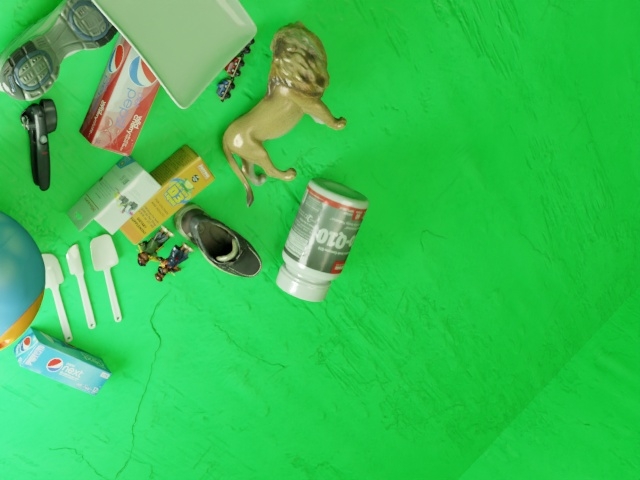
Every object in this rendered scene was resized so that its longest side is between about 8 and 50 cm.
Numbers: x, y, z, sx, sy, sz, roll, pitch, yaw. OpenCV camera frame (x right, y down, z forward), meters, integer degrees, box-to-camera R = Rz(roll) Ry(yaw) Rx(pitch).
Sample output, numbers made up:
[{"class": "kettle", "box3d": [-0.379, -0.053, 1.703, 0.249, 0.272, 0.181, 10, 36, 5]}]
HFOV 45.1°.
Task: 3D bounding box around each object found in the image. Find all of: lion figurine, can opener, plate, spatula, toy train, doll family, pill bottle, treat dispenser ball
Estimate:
[{"class": "lion figurine", "box3d": [-0.105, -0.276, 1.723, 0.392, 0.142, 0.240, -49, 126, 3]}, {"class": "can opener", "box3d": [-0.545, -0.182, 1.505, 0.073, 0.059, 0.186, -9, 120, -33]}, {"class": "plate", "box3d": [-0.280, -0.434, 1.478, 0.278, 0.045, 0.277, 52, 54, -26]}, {"class": "spatula", "box3d": [-0.523, 0.109, 1.717, 0.168, 0.019, 0.242, -22, 126, -26]}, {"class": "toy train", "box3d": [-0.189, -0.376, 1.676, 0.036, 0.027, 0.158, 17, 104, -37]}, {"class": "doll family", "box3d": [-0.358, 0.036, 1.751, 0.111, 0.076, 0.193, -50, 140, -5]}, {"class": "pill bottle", "box3d": [0.000, 0.000, 1.939, 0.161, 0.161, 0.283, 8, 110, -39]}, {"class": "treat dispenser ball", "box3d": [-0.655, 0.075, 1.416, 0.288, 0.288, 0.288, -18, 124, -28]}]

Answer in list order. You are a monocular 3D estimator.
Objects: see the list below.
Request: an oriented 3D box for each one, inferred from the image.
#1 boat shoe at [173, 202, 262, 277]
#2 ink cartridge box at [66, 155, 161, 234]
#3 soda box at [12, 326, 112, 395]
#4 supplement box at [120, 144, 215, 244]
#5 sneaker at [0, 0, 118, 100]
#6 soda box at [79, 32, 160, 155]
[{"class": "boat shoe", "box3d": [-0.229, 0.017, 1.827, 0.103, 0.092, 0.285, -47, 133, -4]}, {"class": "ink cartridge box", "box3d": [-0.433, -0.085, 1.612, 0.181, 0.104, 0.061, -45, 132, -6]}, {"class": "soda box", "box3d": [-0.578, 0.274, 1.735, 0.067, 0.071, 0.210, -52, 133, -1]}, {"class": "supplement box", "box3d": [-0.348, -0.101, 1.684, 0.233, 0.080, 0.078, -43, 134, -10]}, {"class": "sneaker", "box3d": [-0.490, -0.373, 1.407, 0.297, 0.129, 0.111, -48, 134, -29]}, {"class": "soda box", "box3d": [-0.382, -0.308, 1.536, 0.092, 0.083, 0.263, 16, 104, -41]}]
